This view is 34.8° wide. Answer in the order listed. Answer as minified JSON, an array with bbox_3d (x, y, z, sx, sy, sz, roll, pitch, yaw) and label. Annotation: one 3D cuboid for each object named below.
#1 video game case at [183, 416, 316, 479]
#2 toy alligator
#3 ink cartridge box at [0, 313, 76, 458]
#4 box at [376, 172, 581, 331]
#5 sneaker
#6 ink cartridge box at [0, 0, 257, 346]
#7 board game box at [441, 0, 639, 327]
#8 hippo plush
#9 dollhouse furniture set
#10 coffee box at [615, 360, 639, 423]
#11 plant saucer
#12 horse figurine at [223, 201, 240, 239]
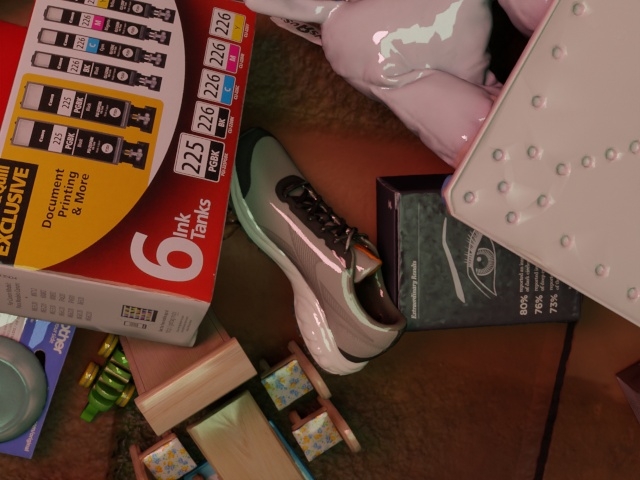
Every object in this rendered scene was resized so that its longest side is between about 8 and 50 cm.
[{"bbox_3d":[-0.062,0.299,1.168,0.119,0.015,0.166,-34,104,0],"label":"video game case"},{"bbox_3d":[-0.204,0.120,1.090,0.056,0.051,0.190,32,95,-14],"label":"toy alligator"},{"bbox_3d":[-0.419,0.096,1.048,0.311,0.065,0.186,19,98,-10],"label":"ink cartridge box"},{"bbox_3d":[0.167,0.007,1.094,0.207,0.108,0.153,-2,103,-8],"label":"box"},{"bbox_3d":[0.000,0.000,1.040,0.108,0.100,0.272,-30,90,37],"label":"sneaker"},{"bbox_3d":[-0.217,-0.086,0.931,0.271,0.130,0.310,11,65,-10],"label":"ink cartridge box"},{"bbox_3d":[0.348,-0.108,0.889,0.390,0.050,0.390,29,91,-16],"label":"board game box"},{"bbox_3d":[0.135,-0.218,0.969,0.294,0.234,0.236,39,101,7],"label":"hippo plush"},{"bbox_3d":[-0.091,0.192,1.032,0.212,0.161,0.242,-32,113,-7],"label":"dollhouse furniture set"},{"bbox_3d":[0.472,0.237,1.192,0.141,0.098,0.246,-31,104,-2],"label":"coffee box"},{"bbox_3d":[-0.338,0.154,1.031,0.119,0.021,0.119,-2,102,-8],"label":"plant saucer"},{"bbox_3d":[-0.227,-0.031,1.049,0.263,0.066,0.174,-29,101,-7],"label":"horse figurine"}]
